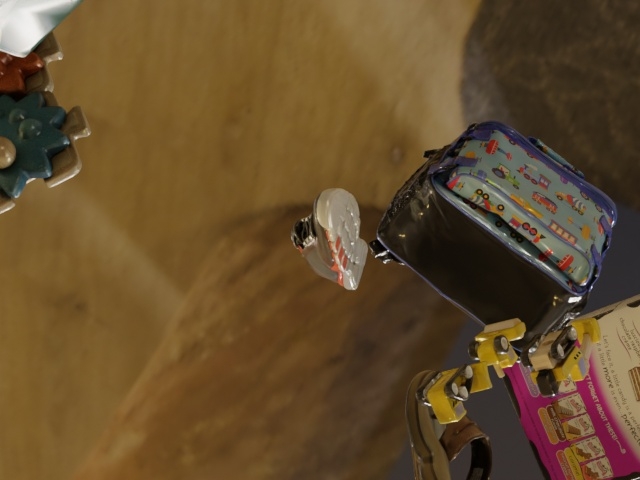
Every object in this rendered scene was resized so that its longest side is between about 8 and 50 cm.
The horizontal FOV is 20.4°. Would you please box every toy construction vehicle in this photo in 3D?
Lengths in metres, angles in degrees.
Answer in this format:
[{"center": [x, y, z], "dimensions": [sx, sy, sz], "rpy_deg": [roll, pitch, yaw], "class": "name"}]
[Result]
[{"center": [0.112, 0.074, 1.025], "dimensions": [0.086, 0.098, 0.035], "rpy_deg": [-17, 102, 29], "class": "toy construction vehicle"}]

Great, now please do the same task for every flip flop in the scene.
[{"center": [0.131, 0.221, 1.740], "dimensions": [0.080, 0.277, 0.112], "rpy_deg": [-9, 112, 1], "class": "flip flop"}]

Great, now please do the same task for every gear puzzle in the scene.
[{"center": [-0.282, -0.141, 1.263], "dimensions": [0.175, 0.339, 0.044], "rpy_deg": [-27, 142, 2], "class": "gear puzzle"}]

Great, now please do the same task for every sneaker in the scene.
[{"center": [0.000, 0.000, 1.602], "dimensions": [0.065, 0.061, 0.158], "rpy_deg": [12, 156, 14], "class": "sneaker"}]

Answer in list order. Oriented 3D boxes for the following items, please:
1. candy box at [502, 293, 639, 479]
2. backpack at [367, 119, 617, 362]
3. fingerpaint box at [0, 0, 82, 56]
[{"center": [0.303, 0.135, 1.675], "dimensions": [0.233, 0.071, 0.159], "rpy_deg": [-22, 90, 24], "class": "candy box"}, {"center": [0.140, -0.018, 1.317], "dimensions": [0.158, 0.173, 0.117], "rpy_deg": [38, 123, 0], "class": "backpack"}, {"center": [-0.191, -0.405, 1.091], "dimensions": [0.371, 0.163, 0.445], "rpy_deg": [-41, 62, 19], "class": "fingerpaint box"}]
